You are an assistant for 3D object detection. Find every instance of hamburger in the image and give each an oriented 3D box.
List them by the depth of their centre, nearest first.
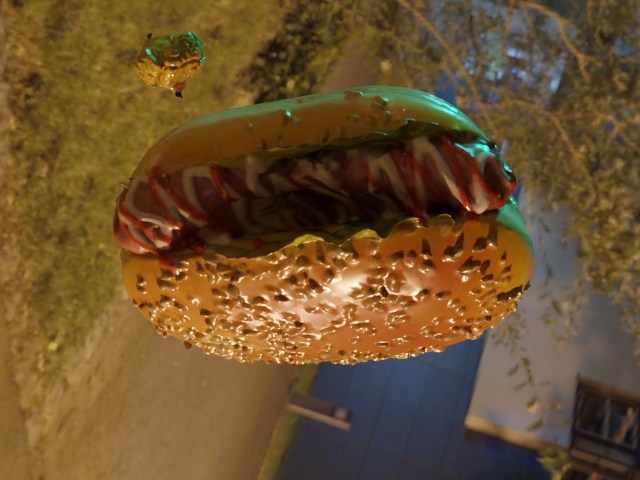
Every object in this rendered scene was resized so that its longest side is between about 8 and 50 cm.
[{"bbox_3d":[0.000,0.000,0.502,0.173,0.210,0.116,74,12,-46],"label":"hamburger"}]

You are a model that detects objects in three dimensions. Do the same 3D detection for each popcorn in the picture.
[{"bbox_3d":[-0.169,-0.195,1.118,0.084,0.084,0.084,17,90,-82],"label":"popcorn"}]
